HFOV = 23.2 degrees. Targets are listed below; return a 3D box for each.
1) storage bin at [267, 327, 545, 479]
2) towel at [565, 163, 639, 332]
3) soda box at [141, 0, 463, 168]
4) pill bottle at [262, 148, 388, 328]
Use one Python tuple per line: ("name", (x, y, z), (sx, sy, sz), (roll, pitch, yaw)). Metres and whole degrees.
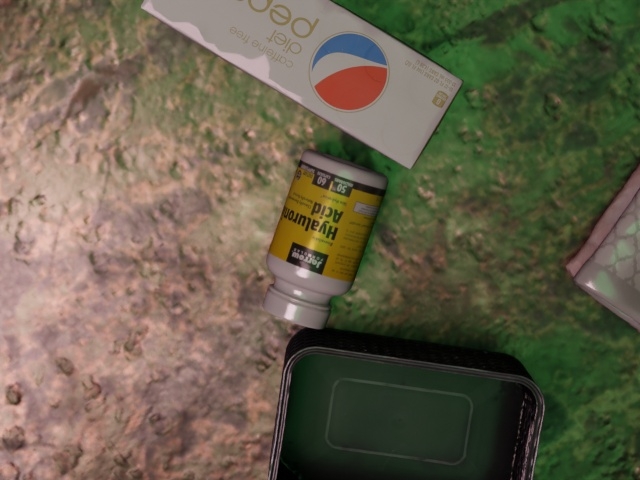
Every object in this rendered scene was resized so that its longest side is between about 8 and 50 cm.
("storage bin", (0.058, 0.136, 1.096), (0.180, 0.084, 0.122), (8, 96, -2))
("towel", (0.391, -0.002, 1.099), (0.332, 0.053, 0.317), (37, 95, -5))
("soda box", (-0.012, -0.135, 1.073), (0.216, 0.069, 0.074), (31, 95, -4))
("pill bottle", (0.000, 0.000, 1.089), (0.065, 0.065, 0.116), (18, 96, -2))
